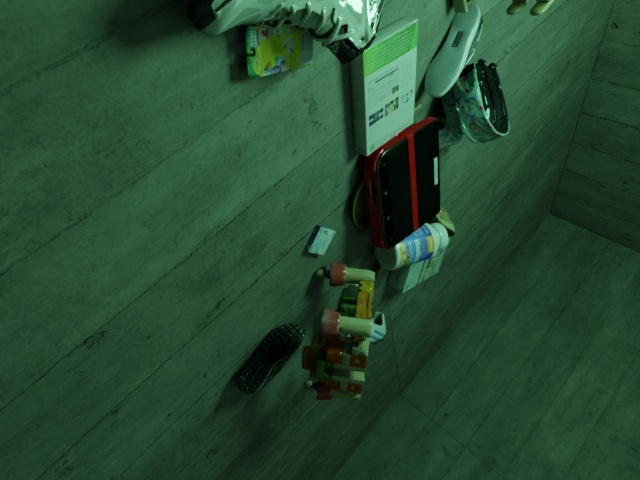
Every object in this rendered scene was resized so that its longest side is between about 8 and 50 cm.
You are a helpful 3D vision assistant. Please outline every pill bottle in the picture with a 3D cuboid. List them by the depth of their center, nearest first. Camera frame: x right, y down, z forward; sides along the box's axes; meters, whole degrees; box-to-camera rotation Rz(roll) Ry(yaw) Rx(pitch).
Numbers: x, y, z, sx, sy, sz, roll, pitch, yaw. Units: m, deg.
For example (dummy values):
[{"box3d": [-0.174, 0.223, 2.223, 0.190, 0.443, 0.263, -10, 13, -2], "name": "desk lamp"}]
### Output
[{"box3d": [0.357, 0.012, 1.722, 0.271, 0.152, 0.152, -14, 130, -25], "name": "pill bottle"}]

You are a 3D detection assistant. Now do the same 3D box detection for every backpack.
[{"box3d": [0.540, -0.458, 1.535, 0.191, 0.254, 0.225, -24, 171, 41], "name": "backpack"}]

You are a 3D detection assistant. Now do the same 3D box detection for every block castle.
[{"box3d": [0.058, 0.329, 1.543, 0.303, 0.212, 0.453, -79, 174, -49], "name": "block castle"}]

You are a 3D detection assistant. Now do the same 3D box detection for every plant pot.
[{"box3d": [0.181, -0.155, 1.523, 0.236, 0.032, 0.236, -32, 138, -33], "name": "plant pot"}]

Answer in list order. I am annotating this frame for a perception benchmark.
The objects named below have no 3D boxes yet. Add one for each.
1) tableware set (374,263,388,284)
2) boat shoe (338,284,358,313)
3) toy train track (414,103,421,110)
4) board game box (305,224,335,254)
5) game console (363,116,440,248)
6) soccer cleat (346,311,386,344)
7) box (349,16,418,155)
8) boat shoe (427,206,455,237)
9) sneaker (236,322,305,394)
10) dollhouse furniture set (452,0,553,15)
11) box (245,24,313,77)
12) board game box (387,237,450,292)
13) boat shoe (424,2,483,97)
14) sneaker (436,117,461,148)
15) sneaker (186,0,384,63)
[{"box3d": [0.214, 0.139, 1.805, 0.194, 0.039, 0.128, -43, 156, -10], "name": "tableware set"}, {"box3d": [0.127, 0.248, 1.756, 0.081, 0.079, 0.228, -30, 144, -45], "name": "boat shoe"}, {"box3d": [0.306, -0.433, 1.471, 0.083, 0.014, 0.048, -39, 136, -35], "name": "toy train track"}, {"box3d": [0.000, 0.000, 1.428, 0.090, 0.020, 0.090, 16, 104, -55], "name": "board game box"}, {"box3d": [0.292, -0.187, 1.523, 0.342, 0.060, 0.387, -34, 130, -30], "name": "game console"}, {"box3d": [0.166, 0.405, 1.915, 0.331, 0.116, 0.143, -19, 115, -46], "name": "soccer cleat"}, {"box3d": [0.184, -0.434, 1.276, 0.232, 0.058, 0.322, -38, 143, -27], "name": "box"}, {"box3d": [0.446, -0.108, 1.843, 0.341, 0.121, 0.110, 28, 54, -47], "name": "boat shoe"}, {"box3d": [-0.163, 0.395, 1.501, 0.283, 0.107, 0.124, -44, 162, -15], "name": "sneaker"}, {"box3d": [0.518, -0.744, 1.264, 0.161, 0.242, 0.212, -49, 136, -13], "name": "dollhouse furniture set"}, {"box3d": [-0.092, -0.416, 0.948, 0.179, 0.043, 0.105, -31, 139, -37], "name": "box"}, {"box3d": [0.448, 0.077, 1.999, 0.303, 0.097, 0.224, -19, 132, -42], "name": "board game box"}, {"box3d": [0.436, -0.592, 1.431, 0.102, 0.108, 0.301, 17, 96, -54], "name": "boat shoe"}, {"box3d": [0.456, -0.400, 1.624, 0.228, 0.087, 0.092, -30, 136, -38], "name": "sneaker"}, {"box3d": [-0.018, -0.437, 0.848, 0.447, 0.169, 0.258, -43, 123, -23], "name": "sneaker"}]
